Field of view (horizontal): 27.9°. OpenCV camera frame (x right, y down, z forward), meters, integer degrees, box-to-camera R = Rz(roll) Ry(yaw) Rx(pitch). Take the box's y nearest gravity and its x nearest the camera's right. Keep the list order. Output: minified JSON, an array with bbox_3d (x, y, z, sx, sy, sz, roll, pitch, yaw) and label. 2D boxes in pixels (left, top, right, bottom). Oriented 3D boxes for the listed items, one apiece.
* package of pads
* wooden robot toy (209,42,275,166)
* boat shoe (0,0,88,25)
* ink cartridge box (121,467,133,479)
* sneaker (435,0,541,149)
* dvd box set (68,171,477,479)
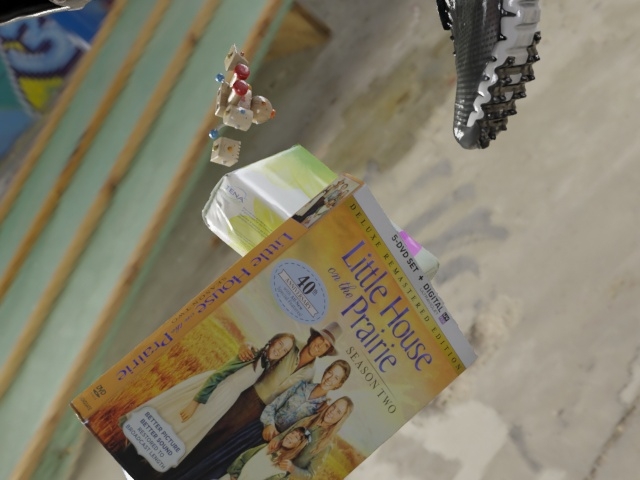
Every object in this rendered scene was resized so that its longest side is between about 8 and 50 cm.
[{"bbox_3d":[0.000,0.000,1.856,0.101,0.296,0.229,-58,-15,28],"label":"package of pads"},{"bbox_3d":[-0.091,-0.172,1.663,0.076,0.079,0.173,-43,37,50],"label":"wooden robot toy"},{"bbox_3d":[-0.310,-0.284,1.410,0.335,0.112,0.096,7,62,57],"label":"boat shoe"},{"bbox_3d":[-0.208,0.313,1.807,0.088,0.122,0.052,52,135,43],"label":"ink cartridge box"},{"bbox_3d":[0.145,-0.201,1.162,0.106,0.078,0.234,24,110,31],"label":"sneaker"},{"bbox_3d":[-0.041,0.166,1.533,0.420,0.308,0.062,-40,30,-10],"label":"dvd box set"}]
